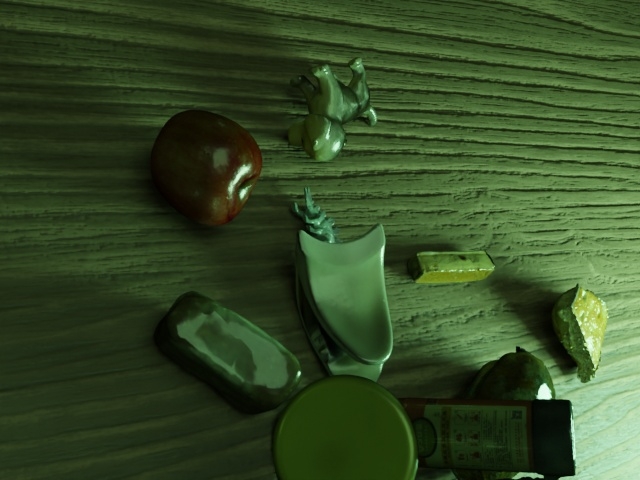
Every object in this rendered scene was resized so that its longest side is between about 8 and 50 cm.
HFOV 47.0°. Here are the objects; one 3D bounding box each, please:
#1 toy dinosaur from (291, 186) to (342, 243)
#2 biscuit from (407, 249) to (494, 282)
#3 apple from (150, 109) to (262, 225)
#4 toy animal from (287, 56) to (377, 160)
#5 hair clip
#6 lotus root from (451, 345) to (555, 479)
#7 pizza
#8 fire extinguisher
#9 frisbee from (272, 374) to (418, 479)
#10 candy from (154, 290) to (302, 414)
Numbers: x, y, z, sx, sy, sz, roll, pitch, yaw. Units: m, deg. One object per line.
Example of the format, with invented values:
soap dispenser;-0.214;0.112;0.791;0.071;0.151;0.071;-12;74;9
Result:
toy dinosaur;0.001;0.000;1.358;0.082;0.039;0.209;0;74;-37
biscuit;0.262;0.050;1.472;0.188;0.052;0.056;-1;57;-30
apple;-0.190;-0.121;1.229;0.168;0.181;0.181;22;57;7
toy animal;0.018;-0.260;1.440;0.233;0.121;0.169;-41;108;-45
hair clip;0.052;0.122;1.293;0.172;0.113;0.282;-7;70;-24
lotus root;0.331;0.322;1.330;0.160;0.152;0.275;51;56;-13
pizza;0.548;0.169;1.568;0.204;0.080;0.188;-49;119;-44
fire extinguisher;0.213;0.342;1.184;0.113;0.376;0.200;43;49;-61
frisbee;0.037;0.331;1.164;0.235;0.017;0.236;-2;76;9
candy;-0.146;0.179;1.159;0.234;0.104;0.102;39;55;-8
